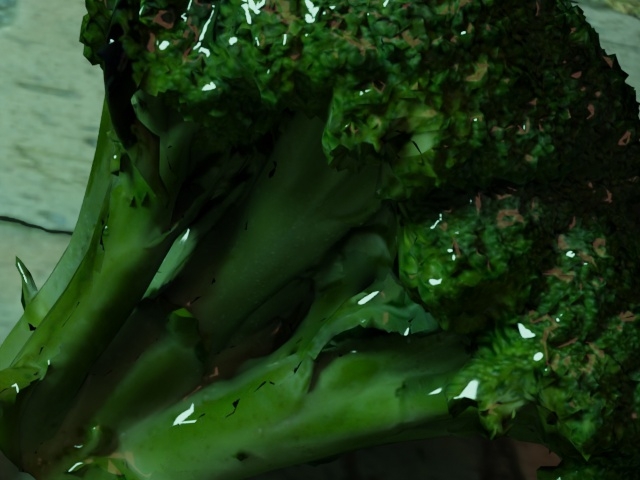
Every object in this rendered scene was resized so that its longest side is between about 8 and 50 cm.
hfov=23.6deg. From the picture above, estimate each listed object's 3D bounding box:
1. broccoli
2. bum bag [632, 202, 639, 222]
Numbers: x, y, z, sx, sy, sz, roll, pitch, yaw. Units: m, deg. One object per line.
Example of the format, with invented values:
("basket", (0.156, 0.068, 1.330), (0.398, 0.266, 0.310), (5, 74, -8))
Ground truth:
("broccoli", (0.000, 0.000, 0.611), (0.283, 0.321, 0.304), (-42, 86, -6))
("bum bag", (0.215, 0.054, 0.749), (0.142, 0.079, 0.326), (-26, 62, -34))
